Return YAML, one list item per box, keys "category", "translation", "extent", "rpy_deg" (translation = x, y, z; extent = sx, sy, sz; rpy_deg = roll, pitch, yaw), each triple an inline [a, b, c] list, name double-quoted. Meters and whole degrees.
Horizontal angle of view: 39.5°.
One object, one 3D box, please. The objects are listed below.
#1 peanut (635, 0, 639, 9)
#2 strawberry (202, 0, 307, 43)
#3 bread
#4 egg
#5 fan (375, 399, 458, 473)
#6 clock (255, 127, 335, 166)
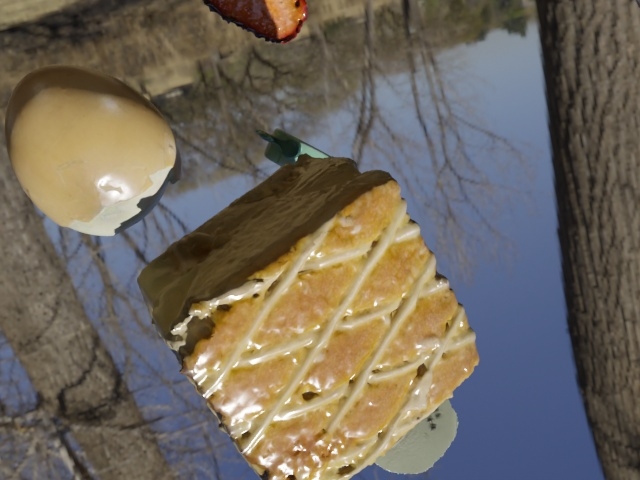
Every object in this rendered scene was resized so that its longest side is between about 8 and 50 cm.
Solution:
- category: "peanut"
  translation: [0.402, -0.209, 0.842]
  extent: [0.140, 0.325, 0.153]
  rpy_deg: [-24, 159, -10]
- category: "strawberry"
  translation: [-0.117, -0.452, 1.560]
  extent: [0.190, 0.237, 0.111]
  rpy_deg: [-36, -167, 5]
- category: "bread"
  translation: [-0.023, 0.116, 1.264]
  extent: [0.390, 0.371, 0.279]
  rpy_deg: [-39, -155, -18]
- category: "egg"
  translation: [-0.296, -0.117, 1.145]
  extent: [0.201, 0.244, 0.201]
  rpy_deg: [-23, -143, 19]
- category: "fan"
  translation: [0.070, 0.302, 1.391]
  extent: [0.310, 0.182, 0.010]
  rpy_deg: [-20, 171, -17]
- category: "clock"
  translation: [-0.038, -0.153, 1.643]
  extent: [0.188, 0.060, 0.148]
  rpy_deg: [27, -174, -10]
